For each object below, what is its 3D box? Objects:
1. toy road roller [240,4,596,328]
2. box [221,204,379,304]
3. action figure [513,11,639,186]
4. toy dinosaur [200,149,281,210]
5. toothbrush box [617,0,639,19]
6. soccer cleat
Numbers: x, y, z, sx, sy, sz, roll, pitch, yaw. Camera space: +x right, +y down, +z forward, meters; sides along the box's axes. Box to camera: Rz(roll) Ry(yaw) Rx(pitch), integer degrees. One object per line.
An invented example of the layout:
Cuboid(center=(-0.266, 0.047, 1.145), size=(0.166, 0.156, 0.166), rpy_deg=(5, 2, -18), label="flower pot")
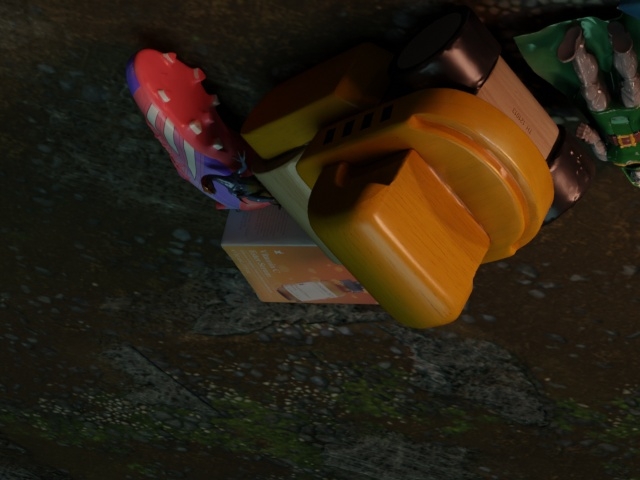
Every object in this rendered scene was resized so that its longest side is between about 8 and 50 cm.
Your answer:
Cuboid(center=(0.058, -0.039, 1.376), size=(0.329, 0.240, 0.202), rpy_deg=(-18, 121, 47), label="toy road roller")
Cuboid(center=(0.000, 0.000, 1.660), size=(0.170, 0.091, 0.130), rpy_deg=(0, 148, 23), label="box")
Cuboid(center=(0.270, -0.117, 1.378), size=(0.137, 0.063, 0.232), rpy_deg=(-4, 150, 23), label="action figure")
Cuboid(center=(-0.078, -0.048, 1.526), size=(0.082, 0.047, 0.090), rpy_deg=(5, 153, -3), label="toy dinosaur")
Cuboid(center=(0.376, -0.176, 1.037), size=(0.216, 0.126, 0.295), rpy_deg=(23, 176, -18), label="toothbrush box")
Cuboid(center=(-0.129, -0.101, 1.543), size=(0.095, 0.083, 0.248), rpy_deg=(-16, 145, 28), label="soccer cleat")
